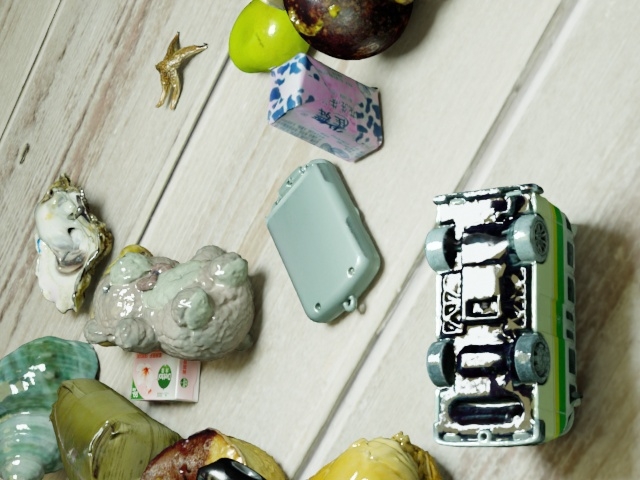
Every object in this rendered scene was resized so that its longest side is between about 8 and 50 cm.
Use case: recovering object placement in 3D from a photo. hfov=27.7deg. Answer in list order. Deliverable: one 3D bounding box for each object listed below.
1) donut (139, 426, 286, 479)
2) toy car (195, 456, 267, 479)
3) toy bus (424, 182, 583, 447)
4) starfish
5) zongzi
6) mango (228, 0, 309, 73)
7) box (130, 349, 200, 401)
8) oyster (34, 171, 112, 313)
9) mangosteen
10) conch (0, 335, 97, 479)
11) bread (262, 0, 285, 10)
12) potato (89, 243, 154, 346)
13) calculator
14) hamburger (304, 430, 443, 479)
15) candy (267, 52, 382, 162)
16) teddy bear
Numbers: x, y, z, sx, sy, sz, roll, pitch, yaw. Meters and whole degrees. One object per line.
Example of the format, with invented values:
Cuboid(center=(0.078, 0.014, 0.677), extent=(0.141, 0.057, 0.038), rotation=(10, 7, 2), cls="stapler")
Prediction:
Cuboid(center=(-0.132, 0.335, 1.789), extent=(0.295, 0.112, 0.151), rotation=(11, 86, 48), cls="donut")
Cuboid(center=(-0.076, 0.381, 1.457), extent=(0.301, 0.118, 0.193), rotation=(27, 88, 49), cls="toy car")
Cuboid(center=(0.208, 0.090, 1.419), extent=(0.134, 0.165, 0.276), rotation=(-6, 76, 33), cls="toy bus")
Cuboid(center=(-0.238, -0.294, 2.123), extent=(0.130, 0.041, 0.133), rotation=(-34, 57, 37), cls="starfish")
Cuboid(center=(-0.341, 0.384, 1.998), extent=(0.274, 0.145, 0.300), rotation=(21, 103, 53), cls="zongzi")
Cuboid(center=(-0.078, -0.305, 1.903), extent=(0.163, 0.089, 0.117), rotation=(5, 97, 51), cls="mango")
Cuboid(center=(-0.237, 0.203, 1.991), extent=(0.125, 0.043, 0.089), rotation=(-10, 73, 48), cls="box")
Cuboid(center=(-0.430, 0.008, 2.236), extent=(0.214, 0.083, 0.222), rotation=(29, 108, 52), cls="oyster")
Cuboid(center=(0.059, -0.339, 1.686), extent=(0.217, 0.192, 0.192), rotation=(-25, 62, 35), cls="mangosteen")
Cuboid(center=(-0.479, 0.295, 2.164), extent=(0.220, 0.195, 0.277), rotation=(-6, 47, 20), cls="conch")
Cuboid(center=(-0.034, -0.448, 1.843), extent=(0.163, 0.168, 0.264), rotation=(-52, 50, 26), cls="bread")
Cuboid(center=(-0.312, 0.087, 2.060), extent=(0.080, 0.107, 0.170), rotation=(20, 101, 33), cls="potato")
Cuboid(center=(0.000, 0.000, 1.770), extent=(0.141, 0.045, 0.246), rotation=(-49, 48, 29), cls="calculator")
Cuboid(center=(0.041, 0.386, 1.540), extent=(0.319, 0.158, 0.318), rotation=(-20, 64, 47), cls="hamburger")
Cuboid(center=(0.008, -0.177, 1.722), extent=(0.073, 0.160, 0.092), rotation=(-22, 58, 40), cls="candy")
Cuboid(center=(-0.218, 0.089, 1.902), extent=(0.267, 0.236, 0.151), rotation=(14, 132, 37), cls="teddy bear")
